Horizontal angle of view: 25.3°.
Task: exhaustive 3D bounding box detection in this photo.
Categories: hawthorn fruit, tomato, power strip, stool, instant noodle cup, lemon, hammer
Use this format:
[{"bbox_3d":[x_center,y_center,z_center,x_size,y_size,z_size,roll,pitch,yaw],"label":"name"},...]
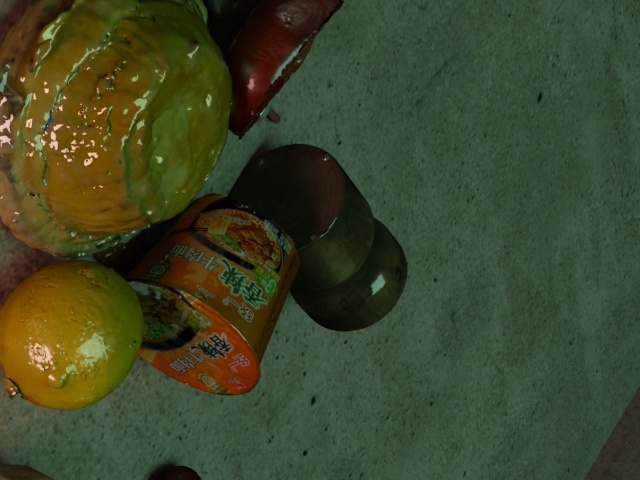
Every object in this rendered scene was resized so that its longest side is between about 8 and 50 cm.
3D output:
[{"bbox_3d":[-0.205,0.361,2.062,0.077,0.077,0.077,-32,132,-43],"label":"hawthorn fruit"},{"bbox_3d":[-0.073,-0.245,1.838,0.228,0.101,0.228,-55,-175,7],"label":"tomato"},{"bbox_3d":[-0.100,-0.330,1.861,0.123,0.032,0.056,-30,132,-46],"label":"power strip"},{"bbox_3d":[0.000,0.000,2.060,0.179,0.179,0.264,-60,146,-14],"label":"stool"},{"bbox_3d":[-0.142,0.063,1.865,0.182,0.230,0.230,-59,147,-31],"label":"instant noodle cup"},{"bbox_3d":[-0.296,0.109,1.695,0.173,0.173,0.206,74,27,-43],"label":"lemon"},{"bbox_3d":[-0.073,-0.182,1.990,0.052,0.031,0.083,-62,153,-5],"label":"hammer"}]

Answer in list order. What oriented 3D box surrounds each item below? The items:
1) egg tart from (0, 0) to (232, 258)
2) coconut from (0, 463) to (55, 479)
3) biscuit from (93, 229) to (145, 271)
[{"bbox_3d":[-0.225,-0.147,1.671,0.388,0.169,0.388,-40,141,-42],"label":"egg tart"},{"bbox_3d":[-0.367,0.378,1.692,0.241,0.241,0.241,-32,132,-43],"label":"coconut"},{"bbox_3d":[-0.259,0.004,1.832,0.091,0.015,0.078,5,103,-56],"label":"biscuit"}]
